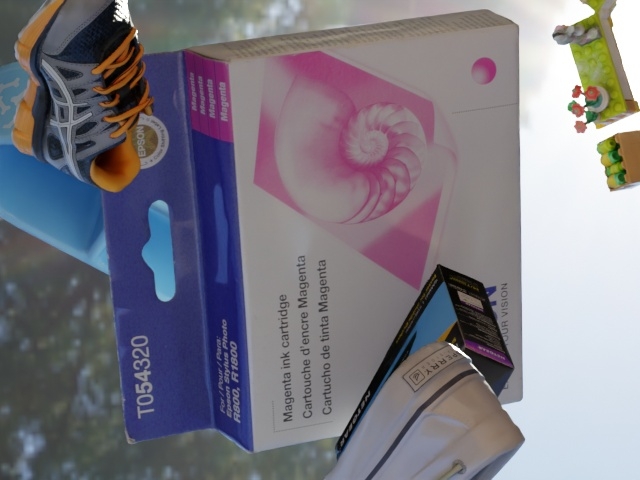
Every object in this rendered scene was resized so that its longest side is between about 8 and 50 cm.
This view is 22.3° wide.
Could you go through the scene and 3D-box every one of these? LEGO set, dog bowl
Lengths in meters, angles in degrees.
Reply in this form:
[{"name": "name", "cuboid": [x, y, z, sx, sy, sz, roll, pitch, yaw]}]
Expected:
[{"name": "LEGO set", "cuboid": [0.241, -0.187, 1.391, 0.132, 0.287, 0.107, 22, -164, 37]}, {"name": "dog bowl", "cuboid": [-0.163, -0.035, 1.365, 0.297, 0.166, 0.074, 28, -125, -12]}]

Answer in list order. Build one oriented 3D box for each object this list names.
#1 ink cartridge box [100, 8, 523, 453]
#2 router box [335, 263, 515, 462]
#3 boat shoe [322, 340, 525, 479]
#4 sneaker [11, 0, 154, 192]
[{"name": "ink cartridge box", "cuboid": [0.000, 0.000, 1.274, 0.330, 0.324, 0.071, -10, -159, -17]}, {"name": "router box", "cuboid": [0.073, 0.124, 1.197, 0.046, 0.179, 0.133, 22, -159, -14]}, {"name": "boat shoe", "cuboid": [0.037, 0.152, 0.864, 0.083, 0.226, 0.076, -26, -118, -36]}, {"name": "sneaker", "cuboid": [-0.145, -0.106, 1.052, 0.083, 0.215, 0.084, 36, -117, 7]}]
